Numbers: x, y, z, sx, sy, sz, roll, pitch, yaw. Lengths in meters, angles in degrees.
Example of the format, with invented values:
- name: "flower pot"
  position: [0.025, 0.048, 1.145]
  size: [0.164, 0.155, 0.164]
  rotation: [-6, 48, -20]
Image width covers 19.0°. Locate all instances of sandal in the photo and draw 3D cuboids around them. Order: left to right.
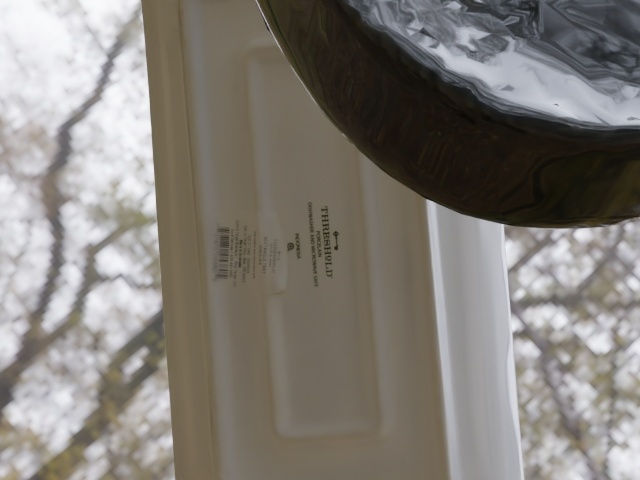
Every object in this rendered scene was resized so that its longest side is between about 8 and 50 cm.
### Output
- name: "sandal"
  position: [-0.005, -0.207, 0.486]
  size: [0.445, 0.168, 0.107]
  rotation: [58, -29, 25]

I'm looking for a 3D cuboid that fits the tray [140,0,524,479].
- name: "tray"
  position: [0.000, 0.000, 0.769]
  size: [0.145, 0.030, 0.270]
  rotation: [-5, -93, 14]
